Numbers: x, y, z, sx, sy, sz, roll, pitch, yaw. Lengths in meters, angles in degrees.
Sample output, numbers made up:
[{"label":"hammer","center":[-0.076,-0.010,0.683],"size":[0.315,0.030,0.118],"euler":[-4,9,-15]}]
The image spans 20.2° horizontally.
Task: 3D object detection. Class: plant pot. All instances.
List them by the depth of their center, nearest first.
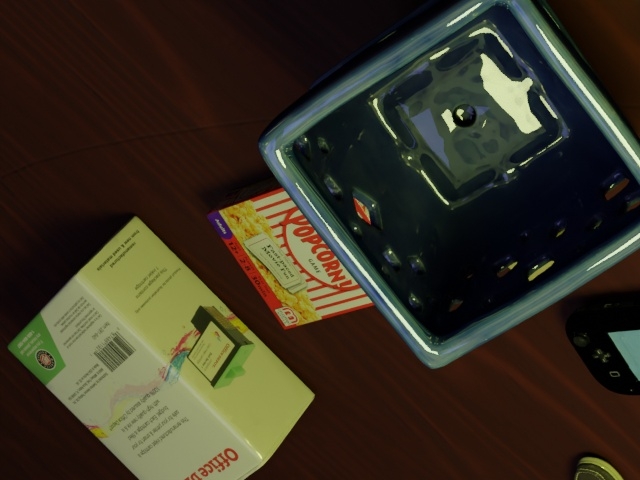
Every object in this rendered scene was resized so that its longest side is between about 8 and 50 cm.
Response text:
[{"label":"plant pot","center":[0.118,-0.078,1.414],"size":[0.236,0.212,0.236],"euler":[-33,104,16]}]

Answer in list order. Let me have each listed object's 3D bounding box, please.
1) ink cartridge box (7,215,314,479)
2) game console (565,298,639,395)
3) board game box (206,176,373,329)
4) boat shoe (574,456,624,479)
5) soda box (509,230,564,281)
[{"label":"ink cartridge box","center":[-0.173,0.142,1.941],"size":[0.278,0.117,0.201],"euler":[45,139,-3]},{"label":"game console","center":[0.379,0.096,1.530],"size":[0.361,0.044,0.213],"euler":[-8,119,42]},{"label":"board game box","center":[0.000,0.000,1.739],"size":[0.193,0.045,0.147],"euler":[-19,112,45]},{"label":"boat shoe","center":[0.278,0.281,1.763],"size":[0.056,0.049,0.152],"euler":[2,126,37]},{"label":"soda box","center":[0.160,-0.032,1.579],"size":[0.181,0.058,0.061],"euler":[40,139,3]}]
